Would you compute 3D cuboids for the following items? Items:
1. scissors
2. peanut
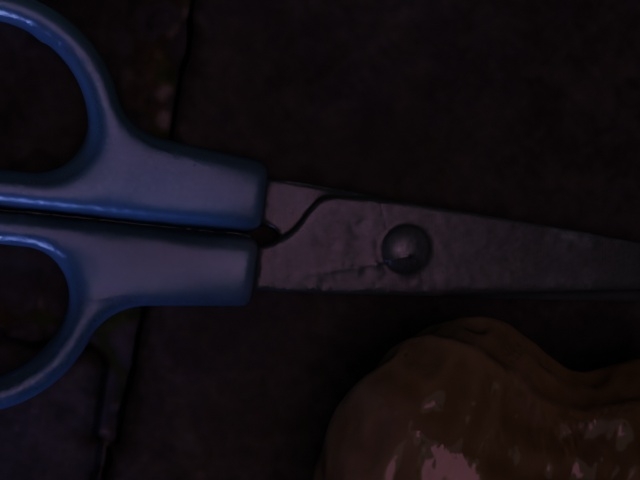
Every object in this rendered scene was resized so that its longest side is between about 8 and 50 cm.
[{"bbox_3d":[0.000,0.000,0.554,0.447,0.029,0.192,6,97,-11],"label":"scissors"},{"bbox_3d":[0.105,0.135,0.553,0.233,0.110,0.196,7,98,-10],"label":"peanut"}]
